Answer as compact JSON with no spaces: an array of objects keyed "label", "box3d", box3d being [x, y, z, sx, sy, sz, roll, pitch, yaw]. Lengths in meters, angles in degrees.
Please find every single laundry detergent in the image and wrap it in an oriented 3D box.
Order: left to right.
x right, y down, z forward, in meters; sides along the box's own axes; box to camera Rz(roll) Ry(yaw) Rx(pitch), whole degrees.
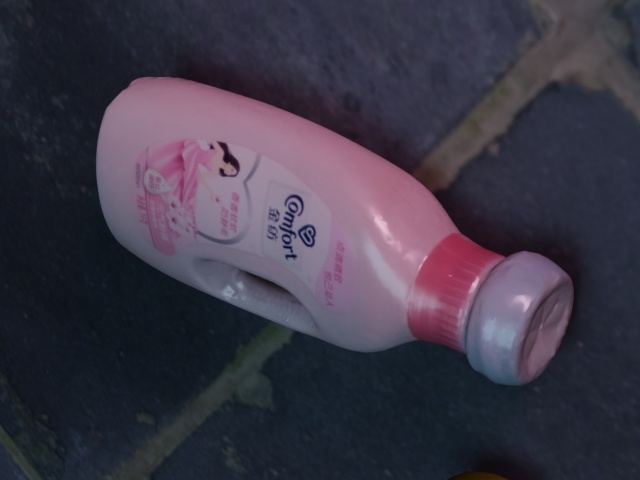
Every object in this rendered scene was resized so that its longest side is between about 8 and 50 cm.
[{"label":"laundry detergent","box3d":[0.000,0.000,0.873,0.335,0.088,0.159,23,132,30]}]

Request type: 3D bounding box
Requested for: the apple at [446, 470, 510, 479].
[{"label":"apple","box3d":[0.104,0.199,0.894,0.074,0.089,0.090,29,131,42]}]
